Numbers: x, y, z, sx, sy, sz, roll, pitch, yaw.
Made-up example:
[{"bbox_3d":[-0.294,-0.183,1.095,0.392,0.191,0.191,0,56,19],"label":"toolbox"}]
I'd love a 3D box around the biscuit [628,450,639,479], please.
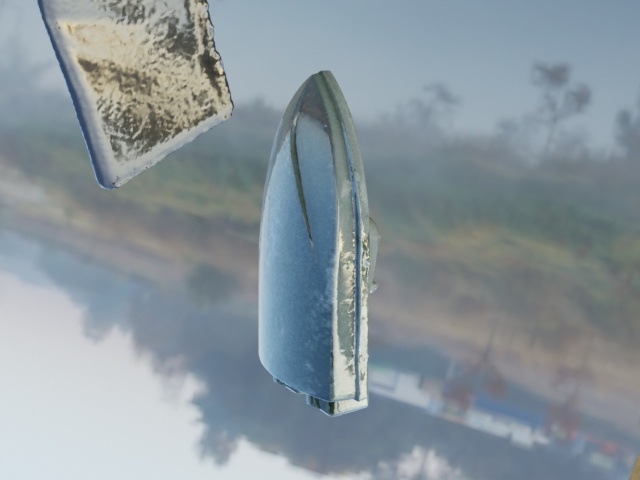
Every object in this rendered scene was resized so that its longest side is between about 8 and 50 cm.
[{"bbox_3d":[0.209,0.151,0.521,0.355,0.275,0.052,53,165,-26],"label":"biscuit"}]

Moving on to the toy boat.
[{"bbox_3d":[0.000,0.000,1.494,0.092,0.320,0.141,-11,-159,-31],"label":"toy boat"}]

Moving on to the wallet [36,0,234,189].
[{"bbox_3d":[-0.133,-0.159,1.099,0.025,0.124,0.244,31,146,40],"label":"wallet"}]
